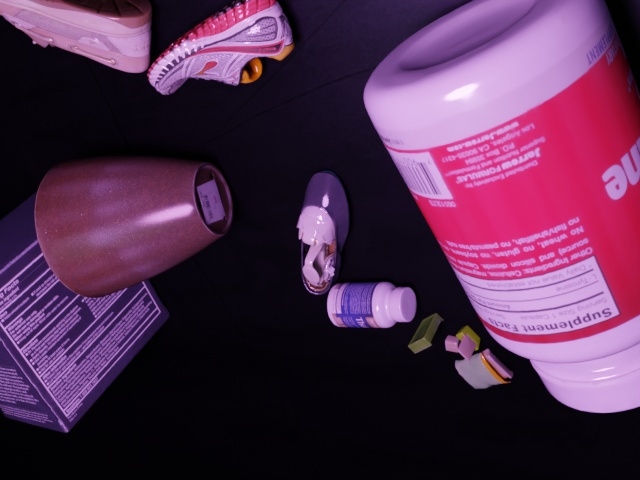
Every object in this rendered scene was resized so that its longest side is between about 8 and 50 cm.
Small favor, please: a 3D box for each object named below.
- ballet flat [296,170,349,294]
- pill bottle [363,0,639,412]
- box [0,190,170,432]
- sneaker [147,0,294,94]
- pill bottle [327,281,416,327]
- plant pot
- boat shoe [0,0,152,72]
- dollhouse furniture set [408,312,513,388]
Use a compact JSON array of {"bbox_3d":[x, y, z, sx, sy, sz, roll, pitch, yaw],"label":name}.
[{"bbox_3d":[0.000,0.000,1.025,0.074,0.074,0.203,19,135,17],"label":"ballet flat"},{"bbox_3d":[0.230,-0.031,0.731,0.229,0.229,0.408,-12,120,39],"label":"pill bottle"},{"bbox_3d":[-0.461,0.108,1.253,0.182,0.296,0.294,2,127,32],"label":"box"},{"bbox_3d":[-0.127,-0.222,0.895,0.225,0.088,0.093,-15,119,41],"label":"sneaker"},{"bbox_3d":[0.075,0.093,1.060,0.120,0.067,0.067,-4,125,35],"label":"pill bottle"},{"bbox_3d":[-0.254,-0.038,1.076,0.230,0.215,0.215,-10,122,22],"label":"plant pot"},{"bbox_3d":[-0.361,-0.300,0.966,0.302,0.109,0.098,19,134,10],"label":"boat shoe"},{"bbox_3d":[0.203,0.177,1.059,0.151,0.059,0.076,44,138,-9],"label":"dollhouse furniture set"}]
